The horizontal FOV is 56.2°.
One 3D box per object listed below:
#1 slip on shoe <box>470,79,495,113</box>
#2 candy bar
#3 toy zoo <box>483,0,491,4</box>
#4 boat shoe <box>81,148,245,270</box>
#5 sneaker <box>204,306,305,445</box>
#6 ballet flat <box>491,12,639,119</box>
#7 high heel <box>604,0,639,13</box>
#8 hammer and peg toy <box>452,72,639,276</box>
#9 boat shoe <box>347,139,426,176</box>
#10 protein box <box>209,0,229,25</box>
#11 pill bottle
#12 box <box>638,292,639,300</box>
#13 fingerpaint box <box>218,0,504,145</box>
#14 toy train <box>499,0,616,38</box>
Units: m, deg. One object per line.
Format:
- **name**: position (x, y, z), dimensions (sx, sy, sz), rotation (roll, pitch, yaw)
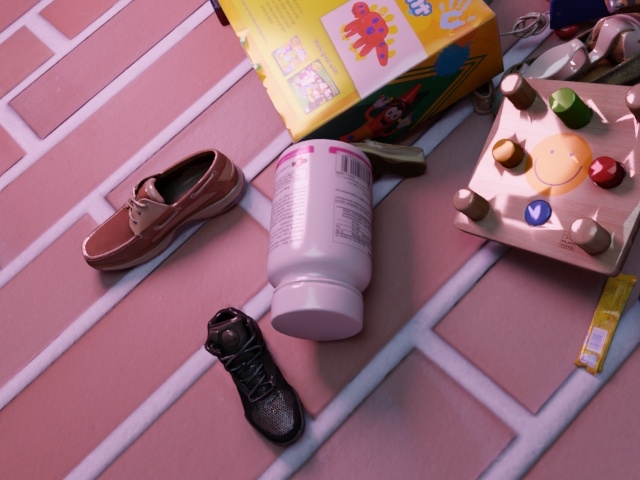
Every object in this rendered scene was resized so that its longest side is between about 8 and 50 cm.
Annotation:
- **slip on shoe**: position (0.282, -0.289, 1.074), dimensions (0.052, 0.041, 0.135), rotation (-9, 60, 11)
- **candy bar**: position (0.397, 0.111, 0.836), dimensions (0.040, 0.018, 0.161), rotation (19, 70, 28)
- **toy zoo**: position (0.209, -0.463, 1.196), dimensions (0.192, 0.030, 0.293), rotation (36, 77, 29)
- **boat shoe**: position (-0.296, -0.066, 1.078), dimensions (0.324, 0.116, 0.123), rotation (-34, 58, -3)
- **sneaker**: position (-0.104, 0.192, 0.877), dimensions (0.087, 0.130, 0.227), rotation (-30, 60, 1)
- **ballet flat**: position (0.444, -0.302, 0.991), dimensions (0.349, 0.123, 0.123), rotation (-29, 58, -1)
- **high heel**: position (0.574, -0.361, 0.962), dimensions (0.261, 0.093, 0.186), rotation (38, 70, -3)
- **hammer and peg toy**: position (0.368, -0.082, 0.801), dimensions (0.361, 0.127, 0.265), rotation (23, 90, 45)
- **boat shoe**: position (0.105, -0.145, 1.018), dimensions (0.153, 0.056, 0.048), rotation (5, 57, -9)
- **protein box**: position (-0.160, -0.622, 1.329), dimensions (0.200, 0.136, 0.201), rotation (-14, 59, 8)
- **pill bottle**: position (0.000, 0.000, 0.930), dimensions (0.161, 0.160, 0.282), rotation (-4, 61, 14)
- **box**: position (0.589, 0.144, 0.727), dimensions (0.243, 0.076, 0.307), rotation (-21, 58, 6)
- **fingerpaint box**: position (0.051, -0.392, 1.095), dimensions (0.371, 0.163, 0.444), rotation (-32, 61, 7)
- **toy train**: position (0.428, -0.448, 1.089), dimensions (0.248, 0.105, 0.143), rotation (-12, 49, 10)
